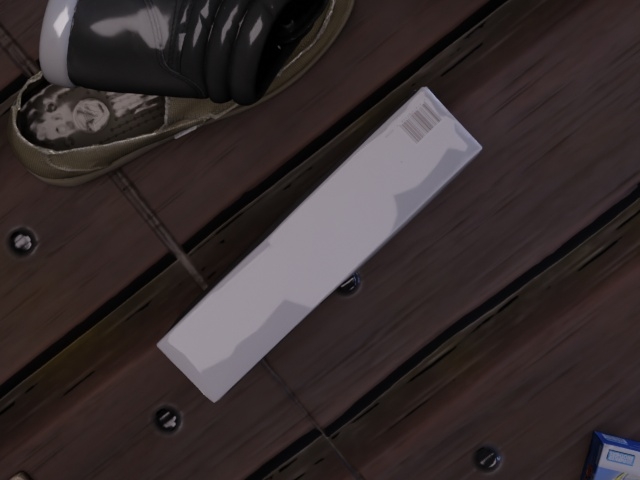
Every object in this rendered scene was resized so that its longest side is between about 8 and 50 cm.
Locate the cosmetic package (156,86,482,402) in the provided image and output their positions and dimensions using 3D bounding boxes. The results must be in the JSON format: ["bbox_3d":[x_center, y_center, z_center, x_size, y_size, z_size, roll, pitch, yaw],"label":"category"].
[{"bbox_3d":[0.000,0.000,0.751,0.239,0.099,0.060,-44,96,6],"label":"cosmetic package"}]

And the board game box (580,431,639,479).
[{"bbox_3d":[0.279,0.228,0.797,0.201,0.035,0.136,13,96,0],"label":"board game box"}]

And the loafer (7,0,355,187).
[{"bbox_3d":[-0.094,-0.118,0.742,0.269,0.092,0.102,-33,94,5],"label":"loafer"}]

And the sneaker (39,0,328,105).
[{"bbox_3d":[-0.050,-0.209,0.677,0.147,0.104,0.295,18,78,3],"label":"sneaker"}]

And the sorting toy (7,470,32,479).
[{"bbox_3d":[-0.236,0.269,0.811,0.274,0.046,0.132,-39,93,6],"label":"sorting toy"}]
